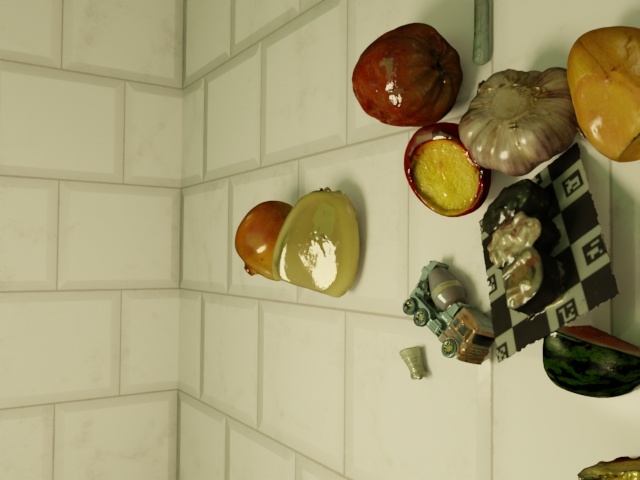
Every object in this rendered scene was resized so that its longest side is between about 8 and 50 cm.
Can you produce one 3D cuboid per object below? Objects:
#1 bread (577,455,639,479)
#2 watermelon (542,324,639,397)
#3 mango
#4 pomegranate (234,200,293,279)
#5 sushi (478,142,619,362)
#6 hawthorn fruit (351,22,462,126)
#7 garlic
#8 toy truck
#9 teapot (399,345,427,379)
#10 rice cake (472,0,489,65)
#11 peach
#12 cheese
[{"bbox_3d":[0.533,0.398,1.023,0.160,0.140,0.169,31,111,41],"label":"bread"},{"bbox_3d":[0.491,0.237,1.127,0.193,0.137,0.145,17,106,13],"label":"watermelon"},{"bbox_3d":[0.529,-0.273,1.061,0.187,0.138,0.257,-45,51,52],"label":"mango"},{"bbox_3d":[-0.150,0.008,1.984,0.264,0.264,0.264,-4,86,57],"label":"pomegranate"},{"bbox_3d":[0.381,0.004,1.184,0.296,0.100,0.373,-47,28,45],"label":"sushi"},{"bbox_3d":[0.204,-0.390,1.477,0.261,0.258,0.258,-8,81,28],"label":"hawthorn fruit"},{"bbox_3d":[0.409,-0.235,1.230,0.245,0.160,0.245,-22,52,32],"label":"garlic"},{"bbox_3d":[0.302,0.162,1.425,0.140,0.108,0.257,-60,38,16],"label":"toy truck"},{"bbox_3d":[0.240,0.315,1.561,0.067,0.057,0.083,72,180,-68],"label":"teapot"},{"bbox_3d":[0.369,-0.507,1.408,0.033,0.033,0.208,-2,86,55],"label":"rice cake"},{"bbox_3d":[0.285,-0.156,1.368,0.196,0.189,0.226,93,171,-47],"label":"peach"},{"bbox_3d":[0.000,0.000,1.796,0.128,0.259,0.316,-13,-60,-82],"label":"cheese"}]
